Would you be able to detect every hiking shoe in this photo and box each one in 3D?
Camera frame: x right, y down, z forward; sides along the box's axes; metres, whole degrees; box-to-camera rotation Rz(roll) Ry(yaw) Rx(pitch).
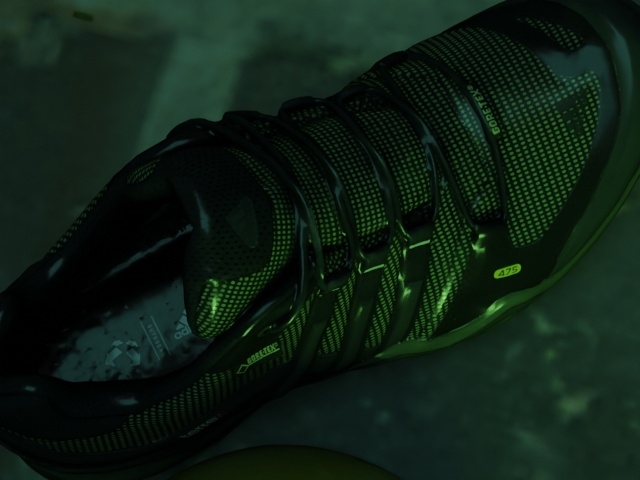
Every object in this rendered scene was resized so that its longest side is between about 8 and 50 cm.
[{"bbox_3d":[0.000,0.000,0.553,0.227,0.114,0.086,-33,80,3],"label":"hiking shoe"}]

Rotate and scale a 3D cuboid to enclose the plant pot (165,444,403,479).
[{"bbox_3d":[-0.018,0.122,0.549,0.134,0.095,0.134,-1,82,8],"label":"plant pot"}]
